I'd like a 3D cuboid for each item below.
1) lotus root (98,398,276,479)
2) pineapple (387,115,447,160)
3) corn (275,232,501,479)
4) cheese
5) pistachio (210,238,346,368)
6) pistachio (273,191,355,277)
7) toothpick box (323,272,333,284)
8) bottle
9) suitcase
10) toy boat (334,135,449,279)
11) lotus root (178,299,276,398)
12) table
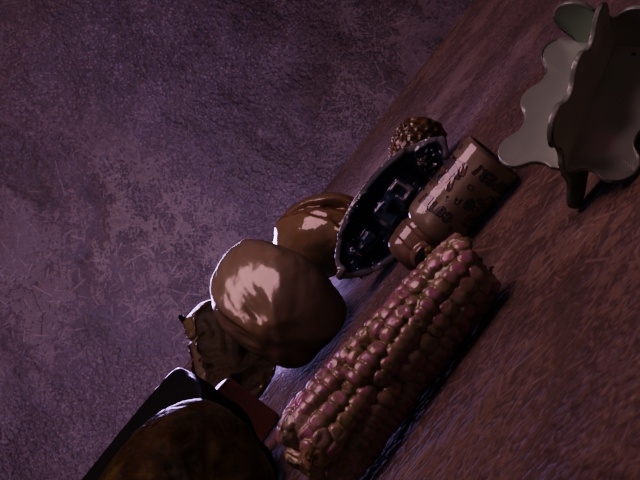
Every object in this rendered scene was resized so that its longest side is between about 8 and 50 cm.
[{"bbox_3d":[-0.175,0.363,1.437,0.250,0.250,0.346,-49,10,15],"label":"lotus root"},{"bbox_3d":[0.169,-0.127,2.367,0.125,0.125,0.251,-42,22,55],"label":"pineapple"},{"bbox_3d":[0.081,0.140,1.410,0.335,0.126,0.126,-50,7,-9],"label":"corn"},{"bbox_3d":[-0.169,0.322,2.032,0.177,0.128,0.203,-50,6,16],"label":"cheese"},{"bbox_3d":[-0.085,0.100,2.179,0.226,0.208,0.332,-14,29,-26],"label":"pistachio"},{"bbox_3d":[0.000,0.000,2.423,0.293,0.181,0.162,-37,23,54],"label":"pistachio"},{"bbox_3d":[-0.061,0.142,2.335,0.184,0.120,0.120,-60,10,-27],"label":"toothpick box"},{"bbox_3d":[0.189,-0.042,1.763,0.209,0.097,0.110,-51,23,11],"label":"bottle"},{"bbox_3d":[-0.243,0.380,1.789,0.345,0.188,0.339,-53,20,-1],"label":"suitcase"},{"bbox_3d":[0.123,-0.056,2.096,0.309,0.129,0.142,-53,-8,-1],"label":"toy boat"},{"bbox_3d":[-0.175,0.237,2.350,0.170,0.261,0.074,-18,-10,-29],"label":"lotus root"},{"bbox_3d":[0.306,-0.151,1.369,0.198,0.166,0.166,-63,11,-24],"label":"table"}]
